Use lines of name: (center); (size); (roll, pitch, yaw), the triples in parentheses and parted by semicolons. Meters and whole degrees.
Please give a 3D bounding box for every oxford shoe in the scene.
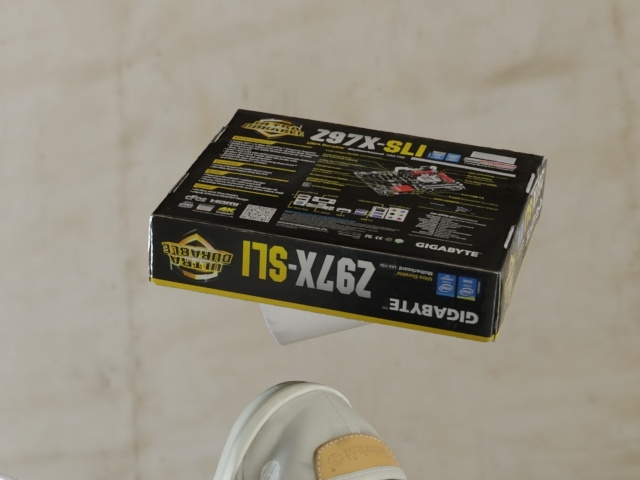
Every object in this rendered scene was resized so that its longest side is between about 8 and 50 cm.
oxford shoe: (-0.036, 0.334, 1.314); (0.169, 0.449, 0.130); (-1, -159, -42)

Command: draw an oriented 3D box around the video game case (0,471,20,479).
video game case: (-0.225, 0.239, 1.052); (0.201, 0.183, 0.023); (28, 171, -25)

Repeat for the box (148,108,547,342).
box: (0.032, -0.022, 1.541); (0.322, 0.079, 0.257); (9, -153, 12)

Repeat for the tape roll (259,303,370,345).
tape roll: (0.000, 0.000, 2.135); (0.169, 0.246, 0.246); (-15, 170, 7)
